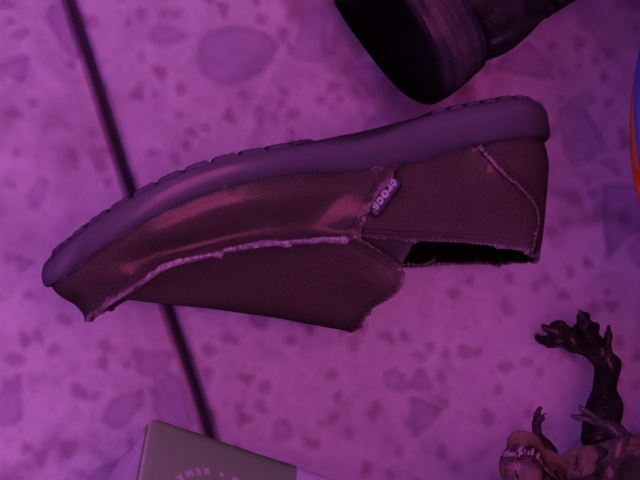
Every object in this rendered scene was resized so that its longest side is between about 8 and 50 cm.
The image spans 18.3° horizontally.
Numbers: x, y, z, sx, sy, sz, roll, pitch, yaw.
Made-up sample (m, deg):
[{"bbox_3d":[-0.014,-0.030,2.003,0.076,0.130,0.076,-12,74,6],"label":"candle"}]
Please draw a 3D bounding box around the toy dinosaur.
[{"bbox_3d":[0.166,0.094,0.955,0.268,0.064,0.118,10,62,-36],"label":"toy dinosaur"}]

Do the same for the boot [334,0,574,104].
[{"bbox_3d":[0.086,-0.210,0.955,0.229,0.091,0.263,-32,100,-22],"label":"boot"}]

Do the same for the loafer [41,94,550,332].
[{"bbox_3d":[0.000,0.000,0.899,0.251,0.094,0.087,-15,86,-18],"label":"loafer"}]

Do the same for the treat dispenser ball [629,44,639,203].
[{"bbox_3d":[0.283,-0.052,0.889,0.288,0.288,0.288,1,86,-17],"label":"treat dispenser ball"}]

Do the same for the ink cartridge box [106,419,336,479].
[{"bbox_3d":[0.058,0.235,0.841,0.353,0.119,0.207,20,45,-15],"label":"ink cartridge box"}]
